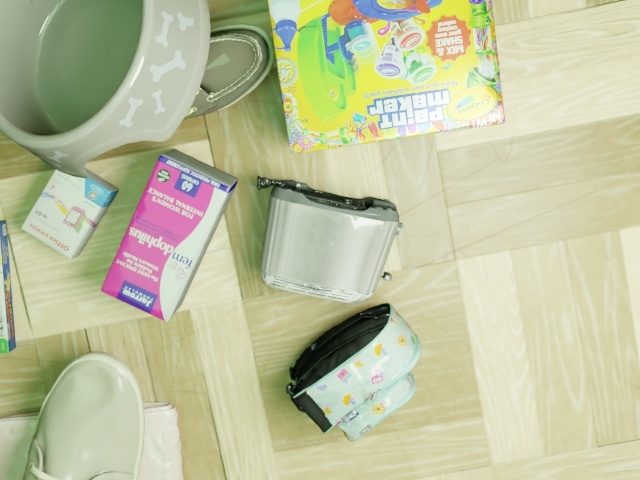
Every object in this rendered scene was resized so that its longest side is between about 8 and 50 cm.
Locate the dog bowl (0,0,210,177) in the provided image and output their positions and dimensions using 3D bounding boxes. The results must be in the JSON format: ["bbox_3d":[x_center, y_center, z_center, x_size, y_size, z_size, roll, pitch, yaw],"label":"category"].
[{"bbox_3d":[-0.319,-0.262,1.229,0.348,0.102,0.349,-6,78,27],"label":"dog bowl"}]

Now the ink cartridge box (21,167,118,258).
[{"bbox_3d":[-0.374,-0.047,1.367,0.088,0.052,0.122,32,99,-3],"label":"ink cartridge box"}]

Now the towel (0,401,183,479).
[{"bbox_3d":[-0.367,0.424,1.433,0.316,0.053,0.332,-3,97,3],"label":"towel"}]

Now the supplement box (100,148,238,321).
[{"bbox_3d":[-0.219,-0.009,1.340,0.111,0.114,0.220,25,100,-3],"label":"supplement box"}]

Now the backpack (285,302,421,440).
[{"bbox_3d":[0.062,0.185,1.333,0.144,0.166,0.188,44,100,-6],"label":"backpack"}]

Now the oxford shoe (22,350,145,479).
[{"bbox_3d":[-0.376,0.382,1.340,0.169,0.130,0.450,21,96,1],"label":"oxford shoe"}]

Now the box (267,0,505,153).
[{"bbox_3d":[0.084,-0.280,1.263,0.289,0.177,0.279,-9,99,3],"label":"box"}]

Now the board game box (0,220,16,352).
[{"bbox_3d":[-0.543,0.072,1.395,0.136,0.035,0.201,-2,98,1],"label":"board game box"}]

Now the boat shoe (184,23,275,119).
[{"bbox_3d":[-0.206,-0.216,1.277,0.305,0.091,0.109,-17,100,23],"label":"boat shoe"}]

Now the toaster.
[{"bbox_3d":[0.000,0.000,1.328,0.226,0.129,0.147,11,100,-2],"label":"toaster"}]
